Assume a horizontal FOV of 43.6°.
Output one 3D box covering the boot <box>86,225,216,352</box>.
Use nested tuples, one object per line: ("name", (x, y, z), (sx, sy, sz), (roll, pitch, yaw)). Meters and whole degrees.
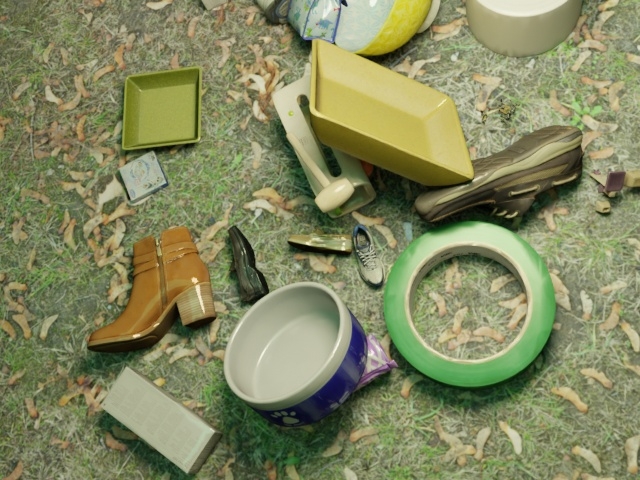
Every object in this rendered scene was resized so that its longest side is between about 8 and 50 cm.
("boot", (-0.372, 0.103, 1.679), (0.283, 0.109, 0.220), (-21, 72, 4))

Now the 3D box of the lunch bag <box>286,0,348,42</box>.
("lunch bag", (-0.005, -0.523, 1.736), (0.096, 0.151, 0.129), (0, 32, -24))

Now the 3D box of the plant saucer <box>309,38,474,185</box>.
("plant saucer", (0.117, -0.237, 1.559), (0.333, 0.081, 0.333), (21, 34, -14))

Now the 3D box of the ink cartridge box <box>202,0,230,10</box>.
("ink cartridge box", (-0.228, -0.619, 1.886), (0.135, 0.056, 0.099), (-22, 71, 5))

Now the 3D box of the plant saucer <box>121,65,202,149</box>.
("plant saucer", (-0.354, -0.294, 1.826), (0.188, 0.045, 0.188), (-5, 74, 11))

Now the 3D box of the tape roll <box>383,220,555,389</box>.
("tape roll", (0.286, 0.125, 1.544), (0.321, 0.077, 0.321), (-3, 73, 11))

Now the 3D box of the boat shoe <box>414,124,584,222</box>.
("boat shoe", (0.359, -0.103, 1.548), (0.355, 0.132, 0.130), (-24, 107, -2))

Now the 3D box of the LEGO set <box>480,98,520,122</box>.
("LEGO set", (0.376, -0.268, 1.670), (0.083, 0.023, 0.054), (2, 72, 27))

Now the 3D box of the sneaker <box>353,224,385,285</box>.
("sneaker", (0.092, 0.029, 1.625), (0.052, 0.058, 0.135), (-21, 71, 6))

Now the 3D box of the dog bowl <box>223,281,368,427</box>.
("dog bowl", (-0.047, 0.214, 1.517), (0.265, 0.104, 0.265), (-22, 42, 21))

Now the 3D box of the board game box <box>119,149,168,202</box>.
("board game box", (-0.399, -0.144, 1.806), (0.090, 0.020, 0.090), (-26, 71, 4))

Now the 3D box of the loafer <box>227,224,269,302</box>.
("loafer", (-0.167, 0.049, 1.678), (0.061, 0.062, 0.170), (-26, 69, 9))

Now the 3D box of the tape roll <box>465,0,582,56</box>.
("tape roll", (0.420, -0.527, 1.654), (0.246, 0.169, 0.246), (-3, 74, 12))

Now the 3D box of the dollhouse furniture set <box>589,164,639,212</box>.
("dollhouse furniture set", (0.592, -0.113, 1.580), (0.114, 0.091, 0.081), (-5, 29, -11))

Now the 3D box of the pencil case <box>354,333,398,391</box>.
("pencil case", (0.042, 0.266, 1.550), (0.206, 0.086, 0.088), (-36, 33, 2))

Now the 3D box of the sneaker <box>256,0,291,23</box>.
("sneaker", (-0.037, -0.633, 1.824), (0.297, 0.111, 0.129), (-39, 63, -2))

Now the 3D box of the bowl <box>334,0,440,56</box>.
("bowl", (0.159, -0.517, 1.700), (0.156, 0.289, 0.289), (11, 72, -29))

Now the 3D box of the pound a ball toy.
("pound a ball toy", (0.018, -0.191, 1.626), (0.136, 0.208, 0.319), (-26, 70, 5))

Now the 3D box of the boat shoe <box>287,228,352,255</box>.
("boat shoe", (0.000, 0.000, 1.662), (0.135, 0.050, 0.045), (9, 73, 5))

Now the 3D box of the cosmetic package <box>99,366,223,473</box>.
("cosmetic package", (-0.322, 0.363, 1.620), (0.239, 0.060, 0.099), (32, 81, 19))
